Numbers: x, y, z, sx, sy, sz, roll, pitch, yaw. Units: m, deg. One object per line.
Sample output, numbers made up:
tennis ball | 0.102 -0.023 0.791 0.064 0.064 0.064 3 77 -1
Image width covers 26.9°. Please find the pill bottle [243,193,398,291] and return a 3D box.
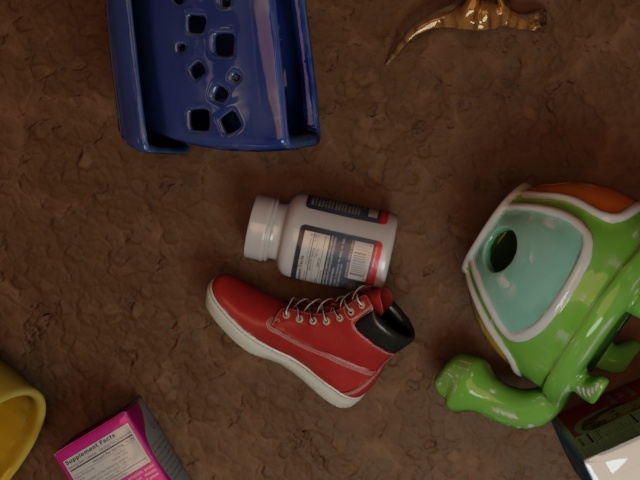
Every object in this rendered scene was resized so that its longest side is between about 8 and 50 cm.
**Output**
pill bottle | 0.000 0.000 1.680 0.180 0.108 0.108 13 93 2

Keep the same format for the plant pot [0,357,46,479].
plant pot | -0.511 0.213 1.656 0.239 0.254 0.254 38 94 16

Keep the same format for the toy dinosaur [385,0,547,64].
toy dinosaur | 0.181 -0.288 1.682 0.211 0.064 0.112 -5 94 3

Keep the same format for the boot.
boot | -0.010 0.083 1.657 0.244 0.088 0.176 33 128 -6

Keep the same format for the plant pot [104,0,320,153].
plant pot | -0.129 -0.216 1.620 0.212 0.236 0.236 -7 93 10

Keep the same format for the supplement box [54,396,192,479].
supplement box | -0.226 0.325 1.703 0.114 0.111 0.220 -30 91 4

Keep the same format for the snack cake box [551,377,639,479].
snack cake box | 0.377 0.242 1.599 0.152 0.264 0.089 -26 92 3

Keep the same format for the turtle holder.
turtle holder | 0.289 0.071 1.634 0.227 0.243 0.320 36 134 15
